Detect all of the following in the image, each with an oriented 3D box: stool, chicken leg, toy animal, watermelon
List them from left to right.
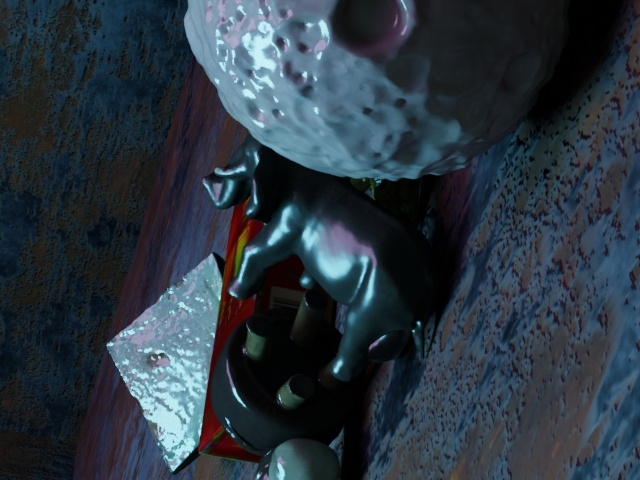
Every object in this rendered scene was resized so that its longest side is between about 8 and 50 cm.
[{"bbox_3d":[-0.170,0.158,1.721,0.260,0.176,0.256,67,-141,-73],"label":"watermelon"},{"bbox_3d":[-0.023,0.141,1.192,0.121,0.125,0.217,123,146,-54],"label":"stool"},{"bbox_3d":[0.002,-0.003,1.104,0.114,0.245,0.146,-42,-22,-43],"label":"toy animal"},{"bbox_3d":[0.063,-0.050,1.135,0.093,0.070,0.178,-126,43,-65],"label":"chicken leg"}]

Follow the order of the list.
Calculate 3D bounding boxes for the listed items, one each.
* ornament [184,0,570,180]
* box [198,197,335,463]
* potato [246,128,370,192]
[{"bbox_3d":[0.033,-0.157,0.920,0.225,0.259,0.259,-65,15,11],"label":"ornament"},{"bbox_3d":[-0.049,0.057,1.450,0.197,0.089,0.313,126,154,-63],"label":"box"},{"bbox_3d":[0.012,-0.138,1.248,0.228,0.149,0.197,130,137,-62],"label":"potato"}]
